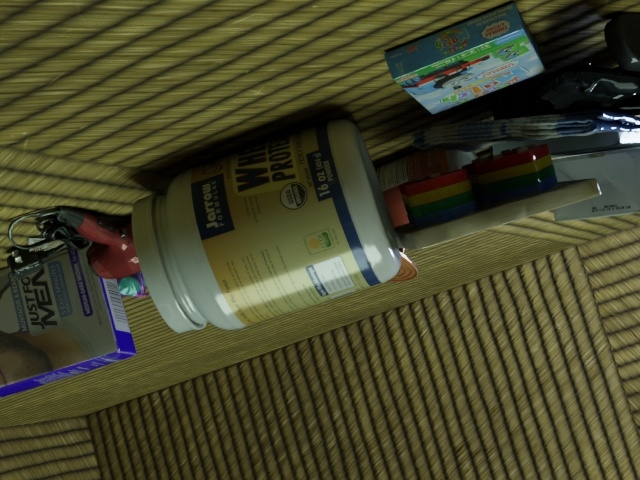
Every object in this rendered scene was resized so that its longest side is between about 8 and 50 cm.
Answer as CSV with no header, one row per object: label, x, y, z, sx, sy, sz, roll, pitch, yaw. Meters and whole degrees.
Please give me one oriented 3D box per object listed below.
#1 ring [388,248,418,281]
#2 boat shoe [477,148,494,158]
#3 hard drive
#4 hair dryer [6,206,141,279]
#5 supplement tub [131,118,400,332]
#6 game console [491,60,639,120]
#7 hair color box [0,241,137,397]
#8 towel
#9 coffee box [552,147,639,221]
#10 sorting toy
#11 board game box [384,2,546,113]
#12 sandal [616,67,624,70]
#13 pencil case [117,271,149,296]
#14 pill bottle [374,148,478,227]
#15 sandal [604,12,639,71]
ring,0.000,0.000,1.922,0.336,0.032,0.336,15,168,3
boat shoe,0.251,-0.098,2.033,0.257,0.095,0.095,-30,168,9
hard drive,0.436,-0.162,1.921,0.203,0.040,0.307,-6,-178,32
hair dryer,-0.308,0.004,1.715,0.293,0.080,0.223,-13,168,-22
supplement tub,-0.071,-0.012,1.579,0.316,0.228,0.228,-18,170,7
game console,0.351,-0.192,1.537,0.213,0.044,0.361,-3,-179,0
hair color box,-0.485,0.142,1.875,0.338,0.185,0.110,-18,169,6
towel,0.297,-0.152,1.667,0.285,0.034,0.209,-3,-179,33
coffee box,0.457,-0.090,1.840,0.141,0.098,0.246,-6,-178,24
sorting toy,0.221,-0.068,1.649,0.257,0.089,0.255,-16,-177,-6
board game box,0.182,-0.216,1.431,0.160,0.039,0.211,-20,170,16
sandal,0.556,-0.233,1.731,0.445,0.107,0.167,-22,168,32
pencil case,-0.380,0.083,2.046,0.151,0.070,0.064,-16,170,-8
pill bottle,0.147,-0.076,1.881,0.216,0.121,0.121,-22,168,27
sandal,0.453,-0.250,1.552,0.254,0.097,0.054,5,156,-37
